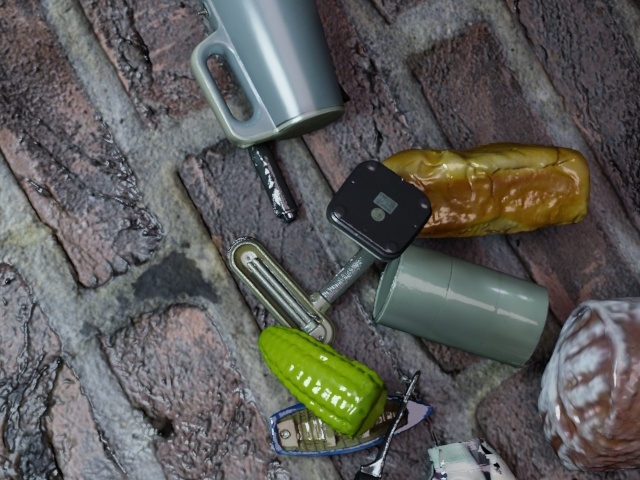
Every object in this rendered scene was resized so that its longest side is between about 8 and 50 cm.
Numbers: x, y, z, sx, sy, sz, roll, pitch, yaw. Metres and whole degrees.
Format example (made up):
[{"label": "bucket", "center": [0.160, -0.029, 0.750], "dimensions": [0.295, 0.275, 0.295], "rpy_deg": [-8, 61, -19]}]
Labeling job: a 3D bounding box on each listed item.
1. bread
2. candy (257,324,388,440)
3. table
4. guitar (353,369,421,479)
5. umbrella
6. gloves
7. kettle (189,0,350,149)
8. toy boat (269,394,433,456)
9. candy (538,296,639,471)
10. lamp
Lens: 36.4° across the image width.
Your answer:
[{"label": "bread", "center": [0.227, -0.072, 1.404], "dimensions": [0.294, 0.167, 0.132], "rpy_deg": [-2, 100, -11]}, {"label": "candy", "center": [-0.005, 0.179, 1.312], "dimensions": [0.209, 0.097, 0.097], "rpy_deg": [33, 71, 30]}, {"label": "table", "center": [0.195, 0.089, 1.374], "dimensions": [0.220, 0.126, 0.126], "rpy_deg": [18, 74, -4]}, {"label": "guitar", "center": [0.076, 0.297, 1.304], "dimensions": [0.038, 0.084, 0.271], "rpy_deg": [20, 84, -3]}, {"label": "umbrella", "center": [-0.070, -0.088, 1.425], "dimensions": [0.036, 0.031, 0.133], "rpy_deg": [-26, 81, 2]}, {"label": "gloves", "center": [0.217, 0.378, 1.319], "dimensions": [0.127, 0.111, 0.212], "rpy_deg": [-2, 72, -35]}, {"label": "kettle", "center": [-0.083, -0.266, 1.404], "dimensions": [0.210, 0.160, 0.243], "rpy_deg": [-18, 84, -24]}, {"label": "toy boat", "center": [0.043, 0.252, 1.350], "dimensions": [0.229, 0.046, 0.080], "rpy_deg": [-8, 77, -12]}, {"label": "candy", "center": [0.383, 0.196, 1.301], "dimensions": [0.157, 0.289, 0.214], "rpy_deg": [-1, 55, -5]}, {"label": "lamp", "center": [0.002, -0.003, 1.322], "dimensions": [0.203, 0.283, 0.124], "rpy_deg": [37, 46, 2]}]
